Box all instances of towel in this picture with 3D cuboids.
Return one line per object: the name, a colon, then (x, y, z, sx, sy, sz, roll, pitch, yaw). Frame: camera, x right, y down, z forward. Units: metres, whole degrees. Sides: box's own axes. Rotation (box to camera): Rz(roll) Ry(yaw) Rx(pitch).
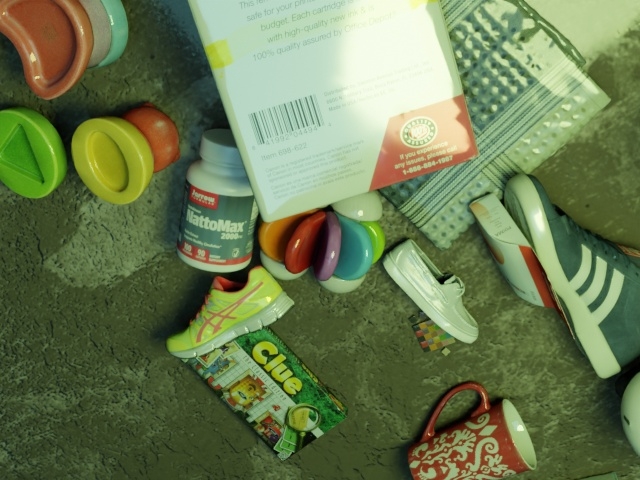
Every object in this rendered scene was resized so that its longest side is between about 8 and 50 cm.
towel: (0.177, -0.191, 1.385, 0.312, 0.056, 0.324, 43, 111, -11)

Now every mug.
mug: (0.224, 0.310, 1.570, 0.169, 0.150, 0.113, -27, 145, 18)

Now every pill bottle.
pill bottle: (-0.137, -0.057, 1.421, 0.108, 0.108, 0.180, 10, 112, -1)

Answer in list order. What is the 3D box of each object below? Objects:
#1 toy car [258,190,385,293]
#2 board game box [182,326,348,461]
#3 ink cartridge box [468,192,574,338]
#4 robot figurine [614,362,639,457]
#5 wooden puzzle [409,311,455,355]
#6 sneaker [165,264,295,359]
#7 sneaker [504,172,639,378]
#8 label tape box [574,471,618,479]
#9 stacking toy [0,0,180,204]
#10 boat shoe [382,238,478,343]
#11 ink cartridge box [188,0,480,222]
toy car: (0.000, 0.000, 1.420, 0.182, 0.136, 0.159, 14, 112, -3)
board game box: (-0.091, 0.214, 1.574, 0.136, 0.030, 0.259, -39, 105, 15)
ink cartridge box: (0.269, 0.042, 1.376, 0.045, 0.179, 0.145, -27, 134, 6)
robot figurine: (0.544, 0.221, 1.425, 0.173, 0.278, 0.209, 61, 146, 10)
wooden puzzle: (0.170, 0.139, 1.538, 0.049, 0.006, 0.083, -22, 109, 12)
sneaker: (-0.142, 0.099, 1.474, 0.208, 0.081, 0.094, -27, 98, 18)
sneaker: (0.377, 0.026, 1.416, 0.148, 0.131, 0.350, -31, 120, 6)
label tape box: (0.332, 0.531, 1.637, 0.348, 0.115, 0.249, -14, 111, 12)
stacking toy: (-0.343, -0.205, 1.400, 0.279, 0.130, 0.309, -7, 112, 34)
boat shoe: (0.173, 0.071, 1.485, 0.184, 0.066, 0.063, 46, 109, -4)
ink cartridge box: (0.003, -0.255, 1.245, 0.279, 0.160, 0.384, -16, 109, 2)
